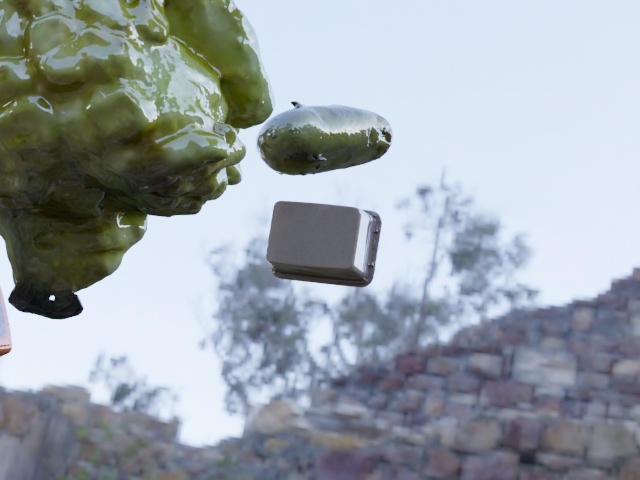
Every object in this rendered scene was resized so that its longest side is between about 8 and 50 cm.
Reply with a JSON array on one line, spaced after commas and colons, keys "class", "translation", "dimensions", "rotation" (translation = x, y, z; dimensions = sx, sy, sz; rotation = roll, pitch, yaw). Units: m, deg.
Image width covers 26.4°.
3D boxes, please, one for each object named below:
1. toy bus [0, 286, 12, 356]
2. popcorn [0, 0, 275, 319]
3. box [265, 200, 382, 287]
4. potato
[{"class": "toy bus", "translation": [-0.567, 0.124, 1.862], "dimensions": [0.153, 0.143, 0.329], "rotation": [-13, -5, 20]}, {"class": "popcorn", "translation": [-0.175, -0.113, 1.149], "dimensions": [0.293, 0.237, 0.293], "rotation": [1, -37, 1]}, {"class": "box", "translation": [0.000, 0.000, 1.505], "dimensions": [0.122, 0.089, 0.062], "rotation": [6, -10, 18]}, {"class": "potato", "translation": [0.002, -0.117, 1.552], "dimensions": [0.188, 0.085, 0.105], "rotation": [-7, 0, -39]}]
